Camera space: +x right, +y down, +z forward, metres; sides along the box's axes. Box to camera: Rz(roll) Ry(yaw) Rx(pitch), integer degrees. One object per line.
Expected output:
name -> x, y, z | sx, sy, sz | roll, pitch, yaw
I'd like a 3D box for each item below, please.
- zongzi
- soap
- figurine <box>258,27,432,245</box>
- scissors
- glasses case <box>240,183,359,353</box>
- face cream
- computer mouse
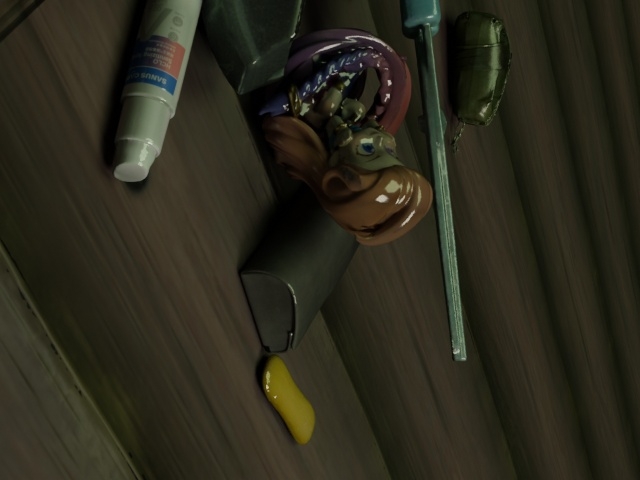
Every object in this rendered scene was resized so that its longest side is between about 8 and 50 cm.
zongzi -> 0.175, -0.165, 1.202 | 0.130, 0.062, 0.154 | -20, 113, -75
soap -> -0.024, 0.118, 0.823 | 0.089, 0.012, 0.034 | 63, 35, -40
figurine -> 0.020, -0.064, 0.802 | 0.126, 0.114, 0.157 | 4, 66, -47
scissors -> 0.081, -0.130, 0.853 | 0.192, 0.029, 0.447 | 18, 65, -86
glasses case -> 0.000, 0.001, 0.852 | 0.190, 0.042, 0.072 | -57, 144, -49
face cream -> -0.099, -0.096, 0.665 | 0.034, 0.034, 0.130 | 44, 51, -54
computer mouse -> -0.038, -0.206, 0.724 | 0.126, 0.071, 0.231 | 133, -34, -82
